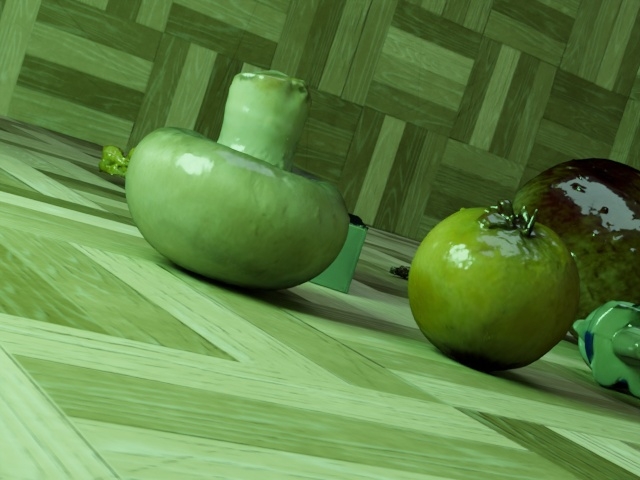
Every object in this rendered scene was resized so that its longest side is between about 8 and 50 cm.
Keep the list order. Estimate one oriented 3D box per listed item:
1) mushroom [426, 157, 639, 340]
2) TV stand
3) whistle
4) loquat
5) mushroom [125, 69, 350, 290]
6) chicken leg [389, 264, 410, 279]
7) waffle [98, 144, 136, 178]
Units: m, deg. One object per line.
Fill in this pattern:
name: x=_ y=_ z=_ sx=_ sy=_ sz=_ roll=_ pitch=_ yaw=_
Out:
mushroom: x=0.337 y=0.048 z=1.530 sx=0.334 sy=0.356 sz=0.331 roll=61 pitch=7 yaw=13
TV stand: x=0.000 y=0.000 z=1.411 sx=0.088 sy=0.082 sz=0.269 roll=19 pitch=4 yaw=-4
whistle: x=0.323 y=0.111 z=1.219 sx=0.110 sy=0.092 sz=0.244 roll=20 pitch=2 yaw=4
loquat: x=0.152 y=0.042 z=1.022 sx=0.163 sy=0.163 sz=0.137 roll=19 pitch=34 yaw=9
mushroom: x=-0.065 y=-0.059 z=1.035 sx=0.204 sy=0.204 sz=0.204 roll=18 pitch=3 yaw=-1
chicken leg: x=0.137 y=0.051 z=1.792 sx=0.083 sy=0.021 sz=0.036 roll=16 pitch=13 yaw=-25
waffle: x=-0.197 y=-0.076 z=1.751 sx=0.260 sy=0.069 sz=0.293 roll=19 pitch=0 yaw=-18
